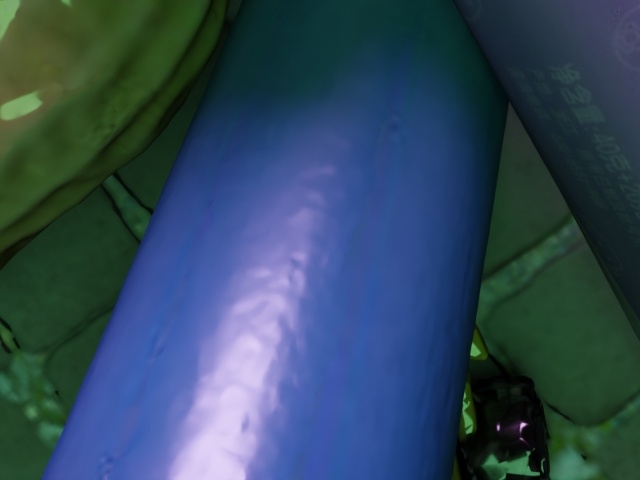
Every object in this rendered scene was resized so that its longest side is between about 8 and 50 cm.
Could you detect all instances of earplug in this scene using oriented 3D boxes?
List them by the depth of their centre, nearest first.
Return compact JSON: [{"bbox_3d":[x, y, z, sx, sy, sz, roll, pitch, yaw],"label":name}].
[{"bbox_3d":[0.000,0.000,0.635,0.132,0.273,0.132,12,150,7],"label":"earplug"}]

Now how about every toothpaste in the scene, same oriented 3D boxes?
[{"bbox_3d":[0.122,-0.018,0.636,0.080,0.125,0.371,-43,119,-23],"label":"toothpaste"}]

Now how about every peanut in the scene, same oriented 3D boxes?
[{"bbox_3d":[-0.173,-0.040,0.683,0.325,0.140,0.153,-34,72,17],"label":"peanut"}]

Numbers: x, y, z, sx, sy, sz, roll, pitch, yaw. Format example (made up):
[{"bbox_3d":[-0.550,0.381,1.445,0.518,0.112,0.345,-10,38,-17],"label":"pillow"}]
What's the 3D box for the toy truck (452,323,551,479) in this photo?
[{"bbox_3d":[0.036,0.170,0.738,0.136,0.111,0.286,-8,104,8],"label":"toy truck"}]
